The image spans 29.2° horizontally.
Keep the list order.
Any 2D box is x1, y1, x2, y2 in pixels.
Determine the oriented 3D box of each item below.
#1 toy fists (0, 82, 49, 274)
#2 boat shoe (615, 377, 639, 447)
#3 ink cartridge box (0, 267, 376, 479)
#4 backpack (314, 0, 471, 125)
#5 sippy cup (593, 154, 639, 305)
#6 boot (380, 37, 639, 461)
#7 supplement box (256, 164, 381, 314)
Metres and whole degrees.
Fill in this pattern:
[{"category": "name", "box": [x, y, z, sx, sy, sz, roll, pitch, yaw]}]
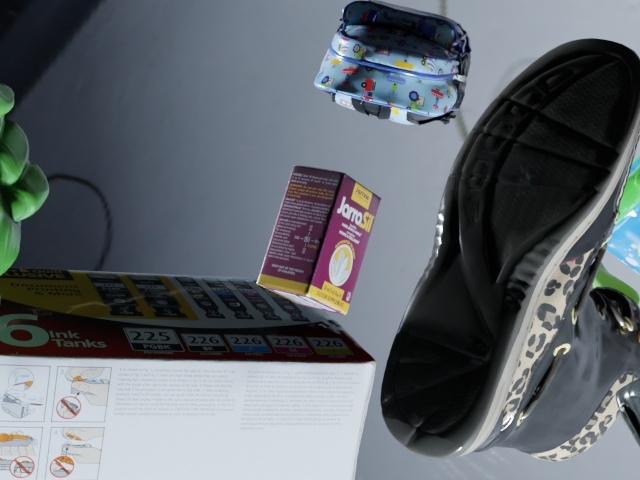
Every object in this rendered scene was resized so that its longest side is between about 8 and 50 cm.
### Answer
[{"category": "toy fists", "box": [-0.257, -0.073, 0.712, 0.096, 0.279, 0.142, -13, 55, 21]}, {"category": "boat shoe", "box": [0.206, 0.137, 0.670, 0.040, 0.049, 0.142, -25, 84, 38]}, {"category": "ink cartridge box", "box": [-0.153, 0.104, 1.041, 0.272, 0.309, 0.130, -140, 57, -62]}, {"category": "backpack", "box": [0.076, -0.187, 1.300, 0.158, 0.173, 0.117, 17, 105, 11]}, {"category": "sippy cup", "box": [0.501, -0.023, 1.655, 0.224, 0.305, 0.240, 44, 77, 6]}, {"category": "boot", "box": [0.217, 0.033, 1.110, 0.138, 0.284, 0.377, 20, 87, 35]}, {"category": "supplement box", "box": [0.000, 0.000, 0.799, 0.043, 0.055, 0.083, 11, 80, 33]}]
